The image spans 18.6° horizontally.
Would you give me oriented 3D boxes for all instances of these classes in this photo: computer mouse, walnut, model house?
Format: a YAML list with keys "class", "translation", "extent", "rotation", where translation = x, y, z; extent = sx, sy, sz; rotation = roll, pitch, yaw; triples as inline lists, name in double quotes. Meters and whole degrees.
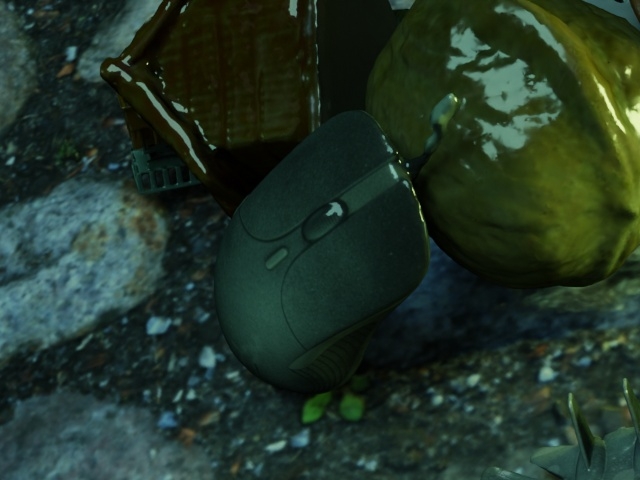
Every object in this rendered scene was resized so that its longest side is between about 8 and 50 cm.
- class: "computer mouse"
  translation: [0.000, 0.000, 1.522]
  extent: [0.090, 0.379, 0.167]
  rotation: [-13, 65, -36]
- class: "walnut"
  translation: [0.156, -0.091, 1.539]
  extent: [0.227, 0.283, 0.283]
  rotation: [-27, 39, -25]
- class: "model house"
  translation: [-0.046, -0.118, 1.691]
  extent: [0.229, 0.199, 0.219]
  rotation: [-4, 72, 30]

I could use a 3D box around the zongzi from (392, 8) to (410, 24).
- class: "zongzi"
  translation: [0.065, -0.159, 1.798]
  extent: [0.104, 0.052, 0.113]
  rotation: [0, 67, 42]

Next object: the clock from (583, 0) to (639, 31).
- class: "clock"
  translation: [0.206, -0.193, 1.674]
  extent: [0.117, 0.080, 0.176]
  rotation: [-5, 36, -26]

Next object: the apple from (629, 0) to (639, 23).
- class: "apple"
  translation: [0.375, -0.241, 1.505]
  extent: [0.286, 0.233, 0.286]
  rotation: [-2, 34, 2]

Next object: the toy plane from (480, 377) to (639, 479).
- class: "toy plane"
  translation: [0.209, 0.218, 1.341]
  extent: [0.212, 0.088, 0.267]
  rotation: [-18, 38, 20]

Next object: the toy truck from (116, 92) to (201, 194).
- class: "toy truck"
  translation: [-0.096, -0.119, 1.815]
  extent: [0.178, 0.115, 0.080]
  rotation: [-12, 34, -7]
